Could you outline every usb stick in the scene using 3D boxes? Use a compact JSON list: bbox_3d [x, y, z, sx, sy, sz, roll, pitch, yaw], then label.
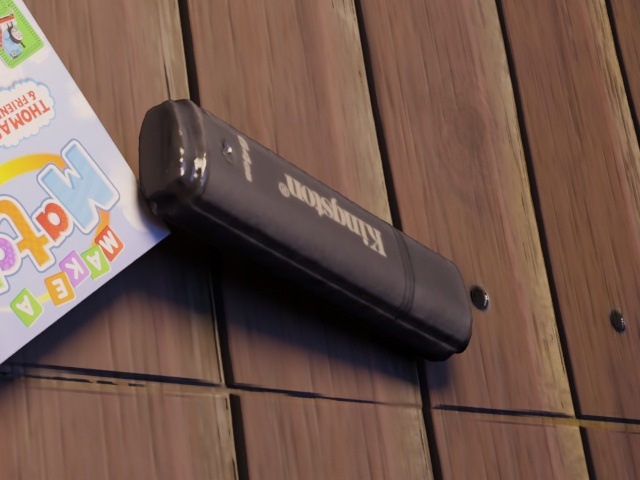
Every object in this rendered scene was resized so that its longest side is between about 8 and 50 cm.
[{"bbox_3d":[0.000,0.000,0.906,0.278,0.045,0.077,30,46,-44],"label":"usb stick"}]

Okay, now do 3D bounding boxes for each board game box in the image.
[{"bbox_3d":[-0.185,-0.052,0.767,0.211,0.039,0.160,58,40,-9],"label":"board game box"}]
